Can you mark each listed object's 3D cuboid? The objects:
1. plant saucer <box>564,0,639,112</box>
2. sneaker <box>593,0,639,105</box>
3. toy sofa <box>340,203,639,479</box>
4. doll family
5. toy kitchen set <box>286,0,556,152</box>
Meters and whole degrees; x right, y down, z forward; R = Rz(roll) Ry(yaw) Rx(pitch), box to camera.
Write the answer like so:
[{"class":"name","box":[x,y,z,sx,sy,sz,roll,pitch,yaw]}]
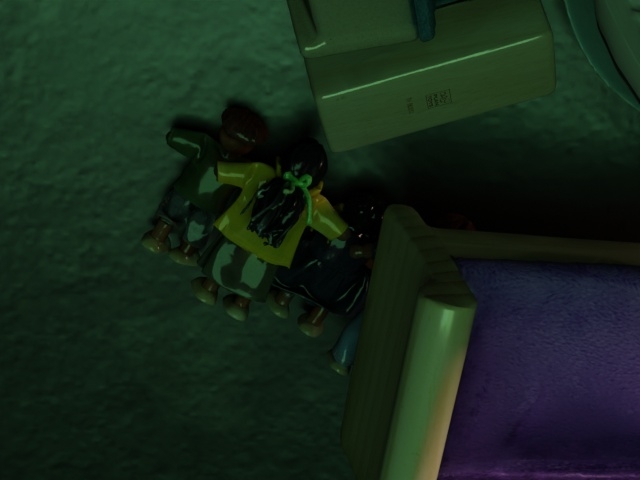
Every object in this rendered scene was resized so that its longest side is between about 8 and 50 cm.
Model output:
[{"class":"plant saucer","box":[0.215,-0.148,0.732,0.195,0.037,0.195,0,115,0]},{"class":"sneaker","box":[0.230,-0.029,0.649,0.126,0.321,0.127,-31,151,-3]},{"class":"toy sofa","box":[0.203,0.091,0.732,0.363,0.177,0.150,4,115,-15]},{"class":"doll family","box":[0.000,0.000,0.787,0.193,0.076,0.111,28,108,-17]},{"class":"toy kitchen set","box":[0.030,-0.177,0.706,0.122,0.166,0.207,-15,149,2]}]
